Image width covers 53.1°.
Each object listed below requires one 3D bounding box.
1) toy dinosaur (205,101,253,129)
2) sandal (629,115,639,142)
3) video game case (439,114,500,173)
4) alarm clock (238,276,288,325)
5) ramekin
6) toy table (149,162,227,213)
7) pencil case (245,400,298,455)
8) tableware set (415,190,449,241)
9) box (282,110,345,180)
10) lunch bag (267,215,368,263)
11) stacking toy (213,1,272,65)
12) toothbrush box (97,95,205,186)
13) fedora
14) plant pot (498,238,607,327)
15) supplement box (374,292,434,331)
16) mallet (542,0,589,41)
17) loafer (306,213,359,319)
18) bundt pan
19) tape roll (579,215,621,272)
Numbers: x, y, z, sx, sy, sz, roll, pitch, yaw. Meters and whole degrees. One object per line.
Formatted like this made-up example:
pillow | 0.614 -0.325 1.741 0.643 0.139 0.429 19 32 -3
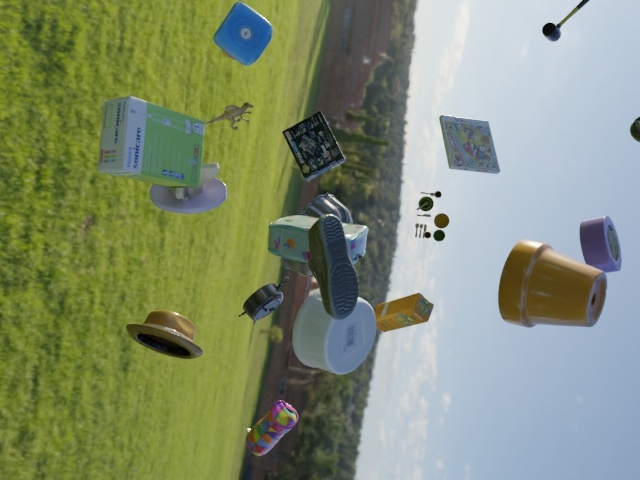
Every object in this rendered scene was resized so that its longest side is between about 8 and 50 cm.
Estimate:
toy dinosaur | -0.312 -0.438 2.254 0.092 0.183 0.053 56 17 -50
sandal | 0.897 -0.209 1.558 0.120 0.303 0.086 -46 158 -31
video game case | 0.549 -0.354 2.358 0.026 0.207 0.226 128 -39 -58
alarm clock | -0.167 0.185 2.040 0.192 0.064 0.129 -47 160 10
ramekin | 0.054 0.291 2.048 0.277 0.135 0.277 -17 114 -43
toy table | -0.478 -0.213 2.277 0.160 0.275 0.252 93 -17 -54
pencil case | -0.159 0.604 2.062 0.236 0.105 0.104 -51 -161 43
tableware set | 0.342 -0.076 1.954 0.024 0.104 0.154 19 79 -69
box | -0.026 -0.367 2.483 0.220 0.175 0.051 64 8 15
lunch bag | 0.000 0.000 1.908 0.224 0.279 0.107 -26 125 -67
stacking toy | -0.299 -0.699 2.265 0.175 0.166 0.302 -59 -160 -7
toothbrush box | -0.482 -0.275 1.853 0.283 0.122 0.206 9 84 -55
fedora | -0.370 0.222 1.558 0.194 0.195 0.079 93 13 -61
plant pot | 0.539 0.113 1.467 0.205 0.188 0.205 -17 113 -46
supplement box | 0.280 0.251 2.214 0.233 0.078 0.080 -28 -151 50
mallet | 0.653 -0.585 1.638 0.039 0.190 0.062 57 19 21
loafer | 0.024 0.065 1.530 0.087 0.094 0.251 -14 -98 53
bundt pan | 0.003 -0.004 2.372 0.331 0.124 0.330 -46 156 -27
tape roll | 0.931 0.016 2.127 0.189 0.080 0.188 20 64 -47
